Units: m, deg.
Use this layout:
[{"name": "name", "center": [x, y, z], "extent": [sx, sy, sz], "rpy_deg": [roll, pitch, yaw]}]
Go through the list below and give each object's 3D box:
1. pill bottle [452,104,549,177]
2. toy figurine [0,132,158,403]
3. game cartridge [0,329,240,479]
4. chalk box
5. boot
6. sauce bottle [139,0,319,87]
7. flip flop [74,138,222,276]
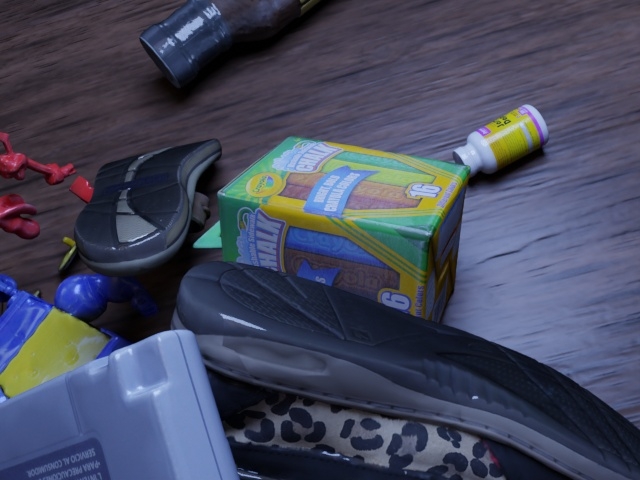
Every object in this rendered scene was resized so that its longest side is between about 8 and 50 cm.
[{"name": "pill bottle", "center": [0.168, -0.091, 0.656], "extent": [0.083, 0.043, 0.043], "rpy_deg": [-29, 61, -2]}, {"name": "toy figurine", "center": [-0.258, 0.117, 0.584], "extent": [0.217, 0.191, 0.362], "rpy_deg": [30, 76, 20]}, {"name": "game cartridge", "center": [-0.150, 0.185, 0.402], "extent": [0.294, 0.060, 0.195], "rpy_deg": [-25, 74, 33]}, {"name": "chalk box", "center": [0.000, 0.000, 0.576], "extent": [0.213, 0.132, 0.132], "rpy_deg": [12, 33, 18]}, {"name": "boot", "center": [0.041, 0.201, 0.467], "extent": [0.378, 0.138, 0.284], "rpy_deg": [21, 103, -15]}, {"name": "sauce bottle", "center": [-0.047, -0.302, 0.774], "extent": [0.344, 0.111, 0.111], "rpy_deg": [-40, 62, -9]}, {"name": "flip flop", "center": [-0.143, -0.027, 0.626], "extent": [0.112, 0.080, 0.277], "rpy_deg": [-13, 25, 1]}]
